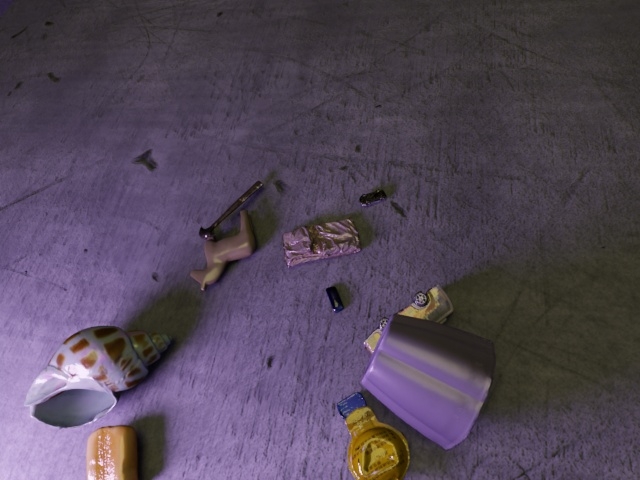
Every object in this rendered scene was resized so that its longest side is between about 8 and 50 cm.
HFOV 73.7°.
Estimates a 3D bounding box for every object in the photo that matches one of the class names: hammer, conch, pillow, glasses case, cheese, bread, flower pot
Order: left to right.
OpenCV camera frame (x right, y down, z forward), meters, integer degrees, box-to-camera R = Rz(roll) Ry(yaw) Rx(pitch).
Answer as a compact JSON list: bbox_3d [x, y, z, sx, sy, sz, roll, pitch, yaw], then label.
[{"bbox_3d":[-0.611,0.362,1.201,0.367,0.197,0.250,-13,97,-1],"label":"conch"},{"bbox_3d":[-0.542,0.579,1.125,0.134,0.085,0.173,-16,61,6],"label":"bread"},{"bbox_3d":[-0.296,-0.108,1.450,0.125,0.027,0.297,4,46,51],"label":"hammer"},{"bbox_3d":[0.000,0.000,1.365,0.248,0.049,0.135,-11,56,1],"label":"pillow"},{"bbox_3d":[0.042,0.173,1.274,0.033,0.023,0.083,-23,60,1],"label":"glasses case"},{"bbox_3d":[0.126,0.495,1.057,0.156,0.064,0.250,-26,50,-5],"label":"cheese"},{"bbox_3d":[0.237,0.310,0.999,0.243,0.265,0.265,23,67,9],"label":"flower pot"}]

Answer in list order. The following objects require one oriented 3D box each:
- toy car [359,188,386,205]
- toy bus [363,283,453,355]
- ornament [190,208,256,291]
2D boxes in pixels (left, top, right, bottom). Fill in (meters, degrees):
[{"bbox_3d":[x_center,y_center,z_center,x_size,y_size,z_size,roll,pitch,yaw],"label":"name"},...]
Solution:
[{"bbox_3d":[0.173,-0.141,1.422,0.093,0.025,0.041,-18,58,-3],"label":"toy car"},{"bbox_3d":[0.242,0.231,1.169,0.268,0.092,0.106,-34,69,-9],"label":"toy bus"},{"bbox_3d":[-0.320,0.036,1.397,0.230,0.061,0.245,-18,55,2],"label":"ornament"}]
